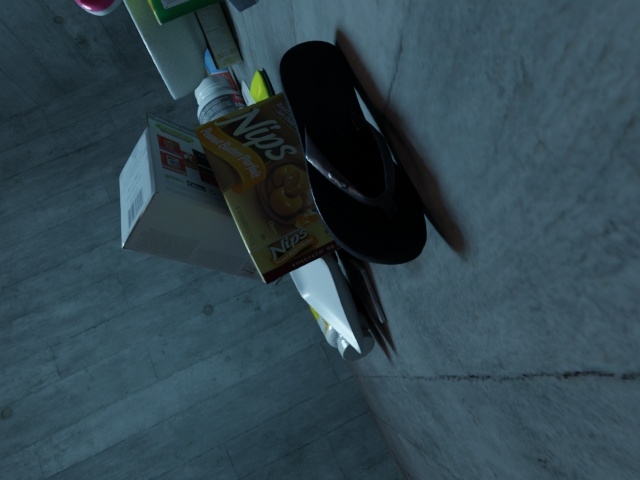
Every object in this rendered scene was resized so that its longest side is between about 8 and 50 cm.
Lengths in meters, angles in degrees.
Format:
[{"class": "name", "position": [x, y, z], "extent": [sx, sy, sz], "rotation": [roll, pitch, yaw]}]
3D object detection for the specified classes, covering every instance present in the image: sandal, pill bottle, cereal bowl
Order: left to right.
[{"class": "cereal bowl", "position": [-0.389, -0.548, 1.144], "extent": [0.339, 0.141, 0.339], "rotation": [156, 90, -83]}, {"class": "pill bottle", "position": [-0.305, -0.389, 1.494], "extent": [0.318, 0.176, 0.176], "rotation": [63, 173, 17]}, {"class": "pill bottle", "position": [0.052, 0.198, 1.132], "extent": [0.208, 0.118, 0.117], "rotation": [-122, 10, -45]}, {"class": "sandal", "position": [0.023, -0.090, 0.441], "extent": [0.054, 0.097, 0.254], "rotation": [100, 144, -78]}]

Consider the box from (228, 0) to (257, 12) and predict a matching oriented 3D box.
[{"class": "box", "position": [-0.162, -0.450, 0.649], "extent": [0.145, 0.038, 0.186], "rotation": [-68, -46, -77]}]

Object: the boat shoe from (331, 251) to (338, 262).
[{"class": "boat shoe", "position": [0.000, 0.000, 1.027], "extent": [0.081, 0.069, 0.227], "rotation": [51, 164, 29]}]

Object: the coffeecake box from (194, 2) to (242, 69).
[{"class": "coffeecake box", "position": [-0.282, -0.559, 1.183], "extent": [0.142, 0.068, 0.185], "rotation": [-127, 14, -63]}]

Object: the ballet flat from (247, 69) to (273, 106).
[{"class": "ballet flat", "position": [-0.129, -0.269, 1.019], "extent": [0.231, 0.077, 0.077], "rotation": [73, 170, -47]}]

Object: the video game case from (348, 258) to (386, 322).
[{"class": "video game case", "position": [0.096, 0.101, 0.915], "extent": [0.122, 0.011, 0.087], "rotation": [67, 173, -15]}]

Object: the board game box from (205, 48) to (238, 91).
[{"class": "board game box", "position": [-0.388, -0.612, 1.791], "extent": [0.242, 0.064, 0.316], "rotation": [63, 173, 12]}]

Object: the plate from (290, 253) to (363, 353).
[{"class": "plate", "position": [-0.007, 0.084, 0.995], "extent": [0.278, 0.045, 0.277], "rotation": [35, 153, 50]}]

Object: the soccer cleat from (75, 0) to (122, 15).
[{"class": "soccer cleat", "position": [-0.392, -0.515, 0.750], "extent": [0.331, 0.116, 0.143], "rotation": [65, -172, 5]}]

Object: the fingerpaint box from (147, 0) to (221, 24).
[{"class": "fingerpaint box", "position": [-0.349, -0.705, 0.786], "extent": [0.371, 0.163, 0.445], "rotation": [60, 171, 26]}]

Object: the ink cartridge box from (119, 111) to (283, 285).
[{"class": "ink cartridge box", "position": [-0.209, -0.079, 0.863], "extent": [0.309, 0.130, 0.272], "rotation": [20, -148, -38]}]

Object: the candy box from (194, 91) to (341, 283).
[{"class": "candy box", "position": [-0.069, -0.103, 0.714], "extent": [0.087, 0.183, 0.316], "rotation": [75, 168, -51]}]

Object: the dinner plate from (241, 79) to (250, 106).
[{"class": "dinner plate", "position": [-0.218, -0.428, 1.382], "extent": [0.141, 0.017, 0.141], "rotation": [62, 174, 12]}]
